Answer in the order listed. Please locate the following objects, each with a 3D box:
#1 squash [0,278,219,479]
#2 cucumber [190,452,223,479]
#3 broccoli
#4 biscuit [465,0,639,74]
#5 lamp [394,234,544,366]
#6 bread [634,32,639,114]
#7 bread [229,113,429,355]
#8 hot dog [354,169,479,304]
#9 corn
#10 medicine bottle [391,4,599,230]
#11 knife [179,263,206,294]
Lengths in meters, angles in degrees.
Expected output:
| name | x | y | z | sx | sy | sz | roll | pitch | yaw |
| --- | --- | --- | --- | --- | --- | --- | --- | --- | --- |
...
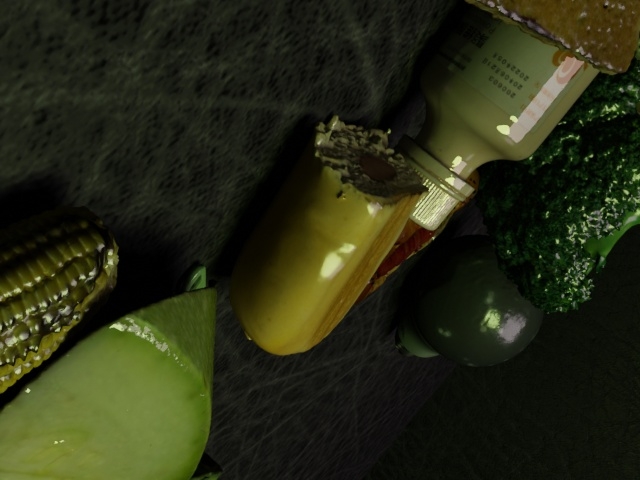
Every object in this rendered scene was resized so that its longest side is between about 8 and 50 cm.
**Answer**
| name | x | y | z | sx | sy | sz | roll | pitch | yaw |
| --- | --- | --- | --- | --- | --- | --- | --- | --- | --- |
| squash | -0.156 | 0.101 | 0.536 | 0.237 | 0.155 | 0.204 | -39 | 140 | 11 |
| cucumber | -0.217 | 0.247 | 0.620 | 0.325 | 0.105 | 0.145 | -45 | 161 | 3 |
| broccoli | 0.299 | -0.057 | 0.960 | 0.297 | 0.297 | 0.297 | 15 | 90 | -88 |
| biscuit | 0.146 | -0.198 | 0.569 | 0.237 | 0.026 | 0.131 | 13 | 97 | -39 |
| lamp | 0.192 | 0.086 | 1.295 | 0.182 | 0.182 | 0.314 | -44 | -168 | -17 |
| bread | 0.553 | -0.286 | 1.411 | 0.186 | 0.124 | 0.257 | -39 | 163 | -12 |
| bread | -0.002 | -0.001 | 0.668 | 0.173 | 0.085 | 0.134 | -57 | 165 | 21 |
| hot dog | 0.078 | -0.019 | 0.862 | 0.253 | 0.069 | 0.131 | -31 | 155 | -50 |
| corn | -0.170 | 0.049 | 0.382 | 0.203 | 0.072 | 0.072 | -38 | 160 | -35 |
| medicine bottle | 0.141 | -0.124 | 0.715 | 0.252 | 0.114 | 0.114 | -53 | 163 | 11 |
| knife | -0.103 | 0.079 | 0.711 | 0.030 | 0.014 | 0.207 | -37 | 159 | -30 |
